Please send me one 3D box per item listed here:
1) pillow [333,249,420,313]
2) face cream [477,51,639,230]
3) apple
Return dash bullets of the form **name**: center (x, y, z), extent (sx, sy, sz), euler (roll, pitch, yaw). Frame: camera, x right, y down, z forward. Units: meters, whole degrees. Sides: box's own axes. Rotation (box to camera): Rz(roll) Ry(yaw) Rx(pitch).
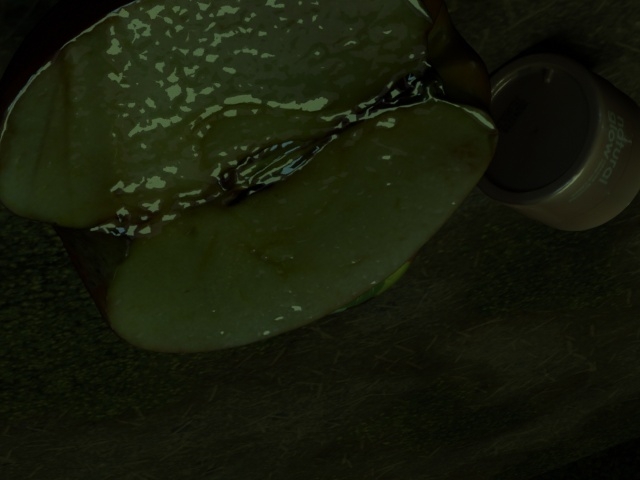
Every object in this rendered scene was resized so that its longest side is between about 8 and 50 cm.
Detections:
- **pillow**: center (0.000, 0.000, 1.456), extent (0.233, 0.086, 0.214), euler (-1, 137, -25)
- **face cream**: center (0.222, -0.091, 1.334), extent (0.149, 0.149, 0.104), euler (-34, 148, 27)
- **apple**: center (-0.056, -0.078, 1.062), extent (0.365, 0.295, 0.329), euler (-28, 178, 12)
